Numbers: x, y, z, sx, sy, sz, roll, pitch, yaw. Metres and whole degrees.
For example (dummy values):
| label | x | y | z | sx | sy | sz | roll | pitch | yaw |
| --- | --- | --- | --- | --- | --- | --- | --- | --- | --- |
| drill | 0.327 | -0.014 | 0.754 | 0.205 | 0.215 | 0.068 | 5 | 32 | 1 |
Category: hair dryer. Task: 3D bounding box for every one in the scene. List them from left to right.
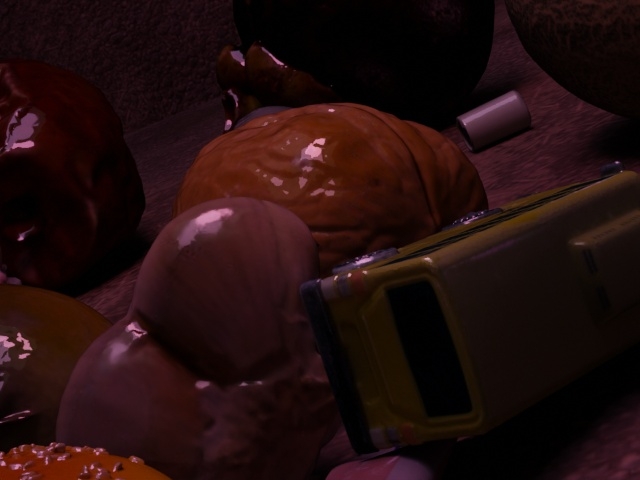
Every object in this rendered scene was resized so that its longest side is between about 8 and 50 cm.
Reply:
| label | x | y | z | sx | sy | sz | roll | pitch | yaw |
| --- | --- | --- | --- | --- | --- | --- | --- | --- | --- |
| hair dryer | 0.155 | -0.113 | 1.369 | 0.063 | 0.038 | 0.124 | -24 | 6 | -4 |

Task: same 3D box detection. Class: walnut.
| label | x | y | z | sx | sy | sz | roll | pitch | yaw |
| --- | --- | --- | --- | --- | --- | --- | --- | --- | --- |
| walnut | 0.000 | 0.000 | 0.838 | 0.197 | 0.165 | 0.165 | -13 | 15 | 44 |

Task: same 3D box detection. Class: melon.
| label | x | y | z | sx | sy | sz | roll | pitch | yaw |
| --- | --- | --- | --- | --- | --- | --- | --- | --- | --- |
| melon | 0.267 | -0.206 | 1.042 | 0.248 | 0.248 | 0.329 | -26 | 13 | -14 |

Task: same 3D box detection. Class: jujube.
| label | x | y | z | sx | sy | sz | roll | pitch | yaw |
| --- | --- | --- | --- | --- | --- | --- | --- | --- | --- |
| jujube | -0.336 | -0.063 | 1.583 | 0.276 | 0.276 | 0.377 | -25 | 23 | -9 |

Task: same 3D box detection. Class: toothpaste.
| label | x | y | z | sx | sy | sz | roll | pitch | yaw |
| --- | --- | --- | --- | --- | --- | --- | --- | --- | --- |
| toothpaste | 0.017 | 0.113 | 0.585 | 0.067 | 0.043 | 0.194 | -20 | 5 | 14 |

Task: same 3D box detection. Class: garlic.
| label | x | y | z | sx | sy | sz | roll | pitch | yaw |
| --- | --- | --- | --- | --- | --- | --- | --- | --- | --- |
| garlic | -0.054 | 0.063 | 0.697 | 0.099 | 0.124 | 0.174 | -161 | 92 | -77 |

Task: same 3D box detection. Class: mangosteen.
| label | x | y | z | sx | sy | sz | roll | pitch | yaw |
| --- | --- | --- | --- | --- | --- | --- | --- | --- | --- |
| mangosteen | 0.023 | -0.230 | 1.563 | 0.347 | 0.307 | 0.307 | -54 | 11 | 4 |

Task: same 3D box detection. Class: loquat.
| label | x | y | z | sx | sy | sz | roll | pitch | yaw |
| --- | --- | --- | --- | --- | --- | --- | --- | --- | --- |
| loquat | -0.173 | 0.094 | 0.793 | 0.152 | 0.152 | 0.195 | -24 | 3 | -6 |

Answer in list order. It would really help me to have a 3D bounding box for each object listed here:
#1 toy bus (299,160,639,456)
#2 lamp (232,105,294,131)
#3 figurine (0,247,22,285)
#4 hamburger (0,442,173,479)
| label | x | y | z | sx | sy | sz | roll | pitch | yaw |
| --- | --- | --- | --- | --- | --- | --- | --- | --- | --- |
| toy bus | 0.086 | 0.028 | 0.656 | 0.175 | 0.088 | 0.101 | -21 | 3 | -43 |
| lamp | -0.046 | -0.084 | 1.446 | 0.105 | 0.105 | 0.105 | -22 | 11 | 5 |
| figurine | -0.376 | 0.040 | 1.203 | 0.211 | 0.253 | 0.361 | -42 | 22 | -9 |
| hamburger | -0.123 | 0.147 | 0.504 | 0.173 | 0.116 | 0.210 | -19 | 12 | 9 |
